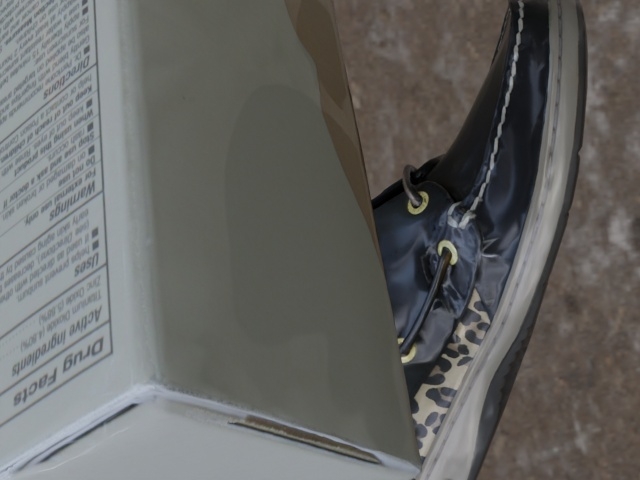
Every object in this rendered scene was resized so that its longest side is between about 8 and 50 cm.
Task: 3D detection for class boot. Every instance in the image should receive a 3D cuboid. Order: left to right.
[{"bbox_3d":[0.000,0.000,0.788,0.138,0.284,0.377,-67,-8,-68],"label":"boot"}]

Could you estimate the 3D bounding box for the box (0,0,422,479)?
[{"bbox_3d":[-0.075,-0.039,0.469,0.148,0.121,0.311,-31,52,33],"label":"box"}]
